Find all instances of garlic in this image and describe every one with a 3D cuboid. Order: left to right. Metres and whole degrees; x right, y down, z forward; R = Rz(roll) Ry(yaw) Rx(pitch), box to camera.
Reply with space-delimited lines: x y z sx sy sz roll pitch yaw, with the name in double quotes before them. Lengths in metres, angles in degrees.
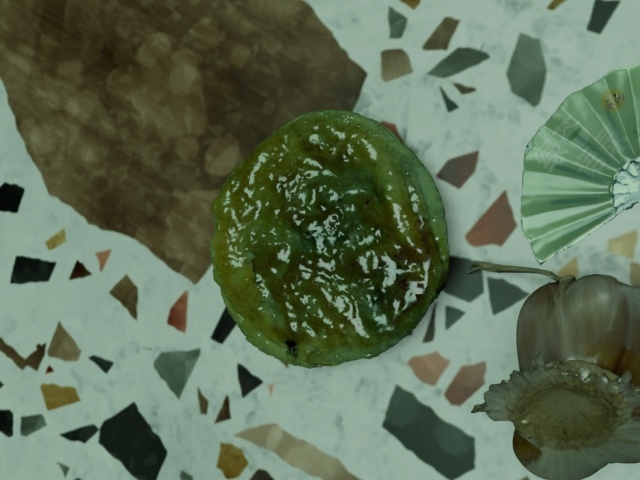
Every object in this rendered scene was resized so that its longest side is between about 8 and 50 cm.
"garlic" 0.204 0.100 0.814 0.257 0.207 0.207 39 100 26

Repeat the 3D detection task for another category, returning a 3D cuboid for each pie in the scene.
"pie" 0.000 0.000 0.954 0.277 0.078 0.277 -2 84 21

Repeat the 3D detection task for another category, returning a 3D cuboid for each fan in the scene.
"fan" 0.275 -0.083 0.896 0.131 0.009 0.240 41 101 20
